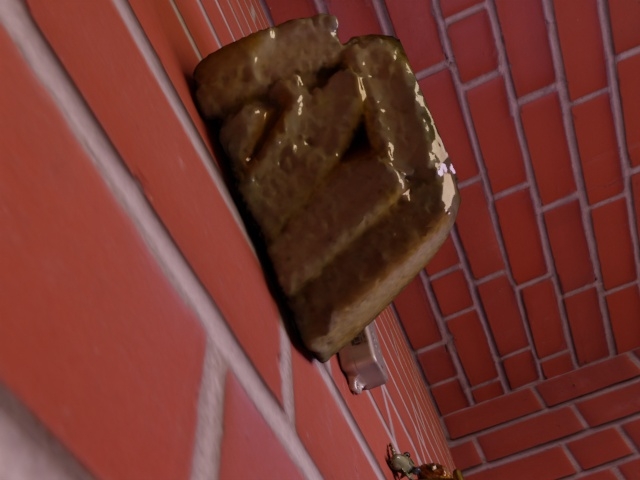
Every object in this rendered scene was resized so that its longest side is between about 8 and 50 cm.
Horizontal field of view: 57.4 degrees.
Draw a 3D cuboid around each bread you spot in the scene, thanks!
[{"bbox_3d":[0.043,-0.075,0.731,0.239,0.264,0.395,-8,76,-87],"label":"bread"}]

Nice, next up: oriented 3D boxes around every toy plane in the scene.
[{"bbox_3d":[0.142,0.382,0.995,0.102,0.040,0.111,49,-9,41],"label":"toy plane"}]

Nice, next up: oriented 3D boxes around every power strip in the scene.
[{"bbox_3d":[0.047,0.099,0.996,0.098,0.058,0.338,59,14,-49],"label":"power strip"}]

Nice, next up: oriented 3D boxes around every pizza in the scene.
[{"bbox_3d":[0.292,0.571,1.287,0.197,0.058,0.292,49,-21,28],"label":"pizza"}]

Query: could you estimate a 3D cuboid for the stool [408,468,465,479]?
[{"bbox_3d":[0.185,0.425,0.905,0.134,0.111,0.135,-106,171,-47],"label":"stool"}]
